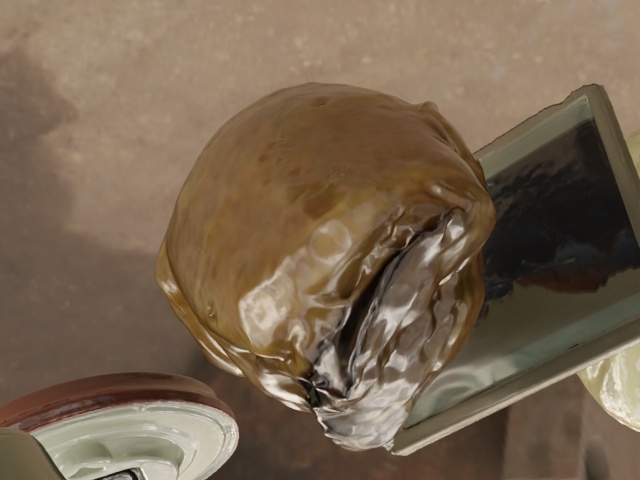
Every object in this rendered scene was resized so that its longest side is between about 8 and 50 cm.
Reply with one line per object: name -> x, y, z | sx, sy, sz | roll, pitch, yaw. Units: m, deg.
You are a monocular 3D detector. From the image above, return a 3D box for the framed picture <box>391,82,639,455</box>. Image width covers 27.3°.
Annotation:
framed picture -> 0.130, 0.025, 0.981 | 0.018, 0.192, 0.265 | 13, 144, -45

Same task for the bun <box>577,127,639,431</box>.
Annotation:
bun -> 0.385, 0.027, 1.374 | 0.361, 0.361, 0.213 | -32, 151, 32

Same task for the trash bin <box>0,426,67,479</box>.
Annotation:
trash bin -> -0.200, 0.332, 0.895 | 0.280, 0.432, 0.280 | -42, 158, -21

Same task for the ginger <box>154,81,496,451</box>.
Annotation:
ginger -> 0.002, -0.003, 0.848 | 0.200, 0.223, 0.269 | -48, 157, -13

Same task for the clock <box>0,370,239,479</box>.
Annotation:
clock -> -0.237, 0.238, 1.370 | 0.318, 0.080, 0.318 | -14, 152, -8
